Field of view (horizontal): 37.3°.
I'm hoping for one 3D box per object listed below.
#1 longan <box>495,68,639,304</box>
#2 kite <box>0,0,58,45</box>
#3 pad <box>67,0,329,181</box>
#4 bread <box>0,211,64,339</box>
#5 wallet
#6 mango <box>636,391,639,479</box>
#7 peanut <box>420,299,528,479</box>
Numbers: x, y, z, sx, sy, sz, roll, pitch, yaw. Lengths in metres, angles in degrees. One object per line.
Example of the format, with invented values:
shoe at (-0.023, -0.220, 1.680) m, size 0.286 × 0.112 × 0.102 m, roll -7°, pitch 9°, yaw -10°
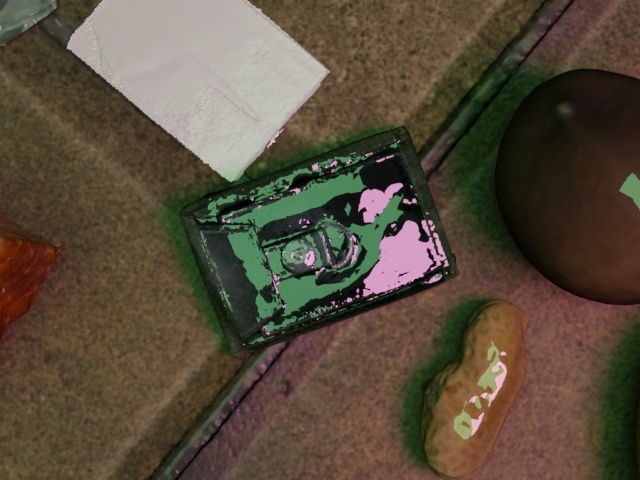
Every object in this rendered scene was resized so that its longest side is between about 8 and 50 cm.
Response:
longan at (0.253, -0.045, 0.831) m, size 0.196 × 0.196 × 0.220 m, roll -34°, pitch 50°, yaw -2°
kite at (-0.369, -0.309, 0.971) m, size 0.141 × 0.015 × 0.245 m, roll -22°, pitch 87°, yaw -2°
pad at (-0.123, -0.184, 0.954) m, size 0.232 × 0.004 × 0.156 m, roll 39°, pitch 86°, yaw 6°
bread at (-0.407, 0.058, 0.807) m, size 0.207 × 0.279 × 0.279 m, roll 34°, pitch 89°, yaw 3°
wallet at (0.000, 0.000, 0.908) m, size 0.236 × 0.055 × 0.160 m, roll -20°, pitch 90°, yaw -1°
mango at (0.373, 0.225, 0.816) m, size 0.192 × 0.156 × 0.343 m, roll -7°, pitch 77°, yaw -15°
peanut at (0.141, 0.136, 0.876) m, size 0.080 × 0.080 × 0.174 m, roll 23°, pitch 82°, yaw 4°
